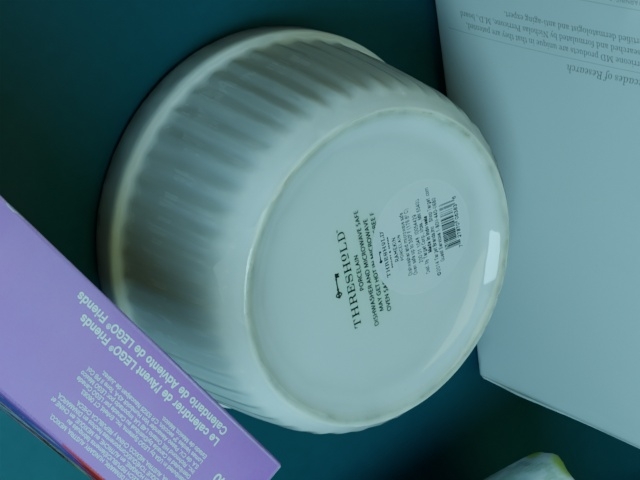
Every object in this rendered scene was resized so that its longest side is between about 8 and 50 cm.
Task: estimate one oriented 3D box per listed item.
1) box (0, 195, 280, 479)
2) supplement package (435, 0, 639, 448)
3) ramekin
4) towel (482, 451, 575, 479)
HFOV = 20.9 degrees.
[{"bbox_3d":[-0.165,0.000,0.706,0.057,0.201,0.293,-50,128,-12],"label":"box"},{"bbox_3d":[0.190,-0.056,0.964,0.177,0.175,0.293,-24,118,-31],"label":"supplement package"},{"bbox_3d":[0.000,0.000,0.886,0.207,0.109,0.207,-12,111,-33],"label":"ramekin"},{"bbox_3d":[0.052,0.336,1.026,0.320,0.090,0.374,-31,124,-15],"label":"towel"}]
